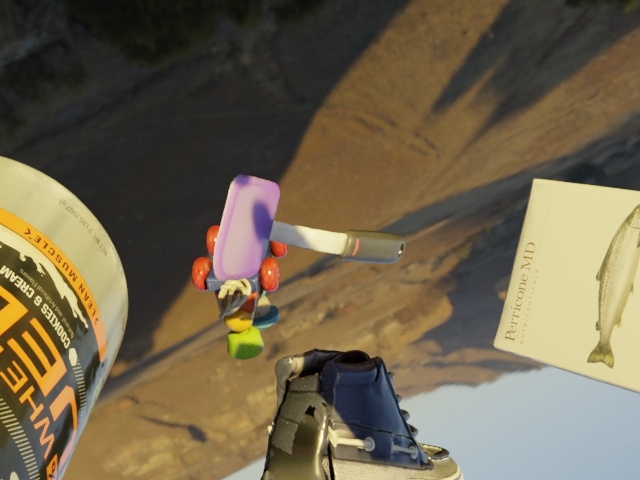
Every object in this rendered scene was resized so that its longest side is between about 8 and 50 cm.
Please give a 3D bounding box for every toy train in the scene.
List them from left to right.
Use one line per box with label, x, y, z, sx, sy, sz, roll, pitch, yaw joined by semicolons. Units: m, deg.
toy train;-0.100;0.088;1.243;0.105;0.143;0.248;0;-152;6

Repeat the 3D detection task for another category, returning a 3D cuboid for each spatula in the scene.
spatula;0.000;0.000;0.861;0.030;0.084;0.296;19;-174;35

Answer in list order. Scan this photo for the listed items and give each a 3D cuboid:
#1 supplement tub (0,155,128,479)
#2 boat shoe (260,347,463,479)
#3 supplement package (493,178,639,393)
supplement tub;-0.226;0.094;0.519;0.193;0.194;0.316;-29;-158;18
boat shoe;0.059;0.191;1.011;0.127;0.158;0.340;3;175;27
supplement package;0.200;0.035;0.533;0.105;0.105;0.179;13;180;-38
